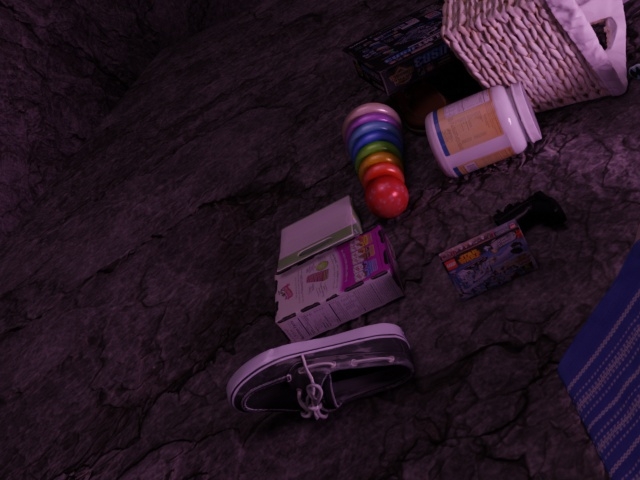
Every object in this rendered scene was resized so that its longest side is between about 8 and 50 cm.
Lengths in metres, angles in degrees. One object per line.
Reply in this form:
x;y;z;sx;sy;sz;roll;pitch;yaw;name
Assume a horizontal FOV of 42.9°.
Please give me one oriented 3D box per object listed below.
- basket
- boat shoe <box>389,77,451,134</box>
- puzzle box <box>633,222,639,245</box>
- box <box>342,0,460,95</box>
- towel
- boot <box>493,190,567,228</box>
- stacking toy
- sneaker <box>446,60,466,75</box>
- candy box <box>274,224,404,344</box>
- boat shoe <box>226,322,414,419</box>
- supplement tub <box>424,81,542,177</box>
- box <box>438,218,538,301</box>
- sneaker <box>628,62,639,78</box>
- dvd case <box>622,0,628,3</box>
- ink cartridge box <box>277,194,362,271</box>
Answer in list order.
0.430;-0.471;1.638;0.267;0.331;0.328;-14;55;34;basket
0.223;-0.341;1.945;0.111;0.104;0.307;-34;29;-3;boat shoe
0.520;-0.034;1.068;0.408;0.052;0.272;-61;7;-32;puzzle box
0.232;-0.472;1.969;0.296;0.073;0.293;-28;30;-4;box
0.382;0.171;0.931;0.336;0.040;0.243;-98;28;-58;towel
0.360;-0.040;1.412;0.099;0.045;0.121;-29;22;2;boot
0.132;-0.162;1.756;0.141;0.141;0.330;-25;36;13;stacking toy
0.367;-0.513;2.092;0.145;0.090;0.270;-24;30;6;sneaker
0.031;0.083;1.517;0.234;0.071;0.159;-25;30;12;candy box
-0.001;0.228;1.291;0.307;0.113;0.105;-14;37;2;boat shoe
0.324;-0.222;1.624;0.200;0.144;0.144;-21;31;20;supplement tub
0.275;0.033;1.332;0.137;0.094;0.027;-25;30;12;box
0.661;-0.351;1.608;0.098;0.038;0.069;-5;37;25;sneaker
0.672;-0.613;1.800;0.180;0.253;0.022;-31;59;1;dvd case
0.000;0.000;1.659;0.171;0.056;0.235;-26;21;10;ink cartridge box
